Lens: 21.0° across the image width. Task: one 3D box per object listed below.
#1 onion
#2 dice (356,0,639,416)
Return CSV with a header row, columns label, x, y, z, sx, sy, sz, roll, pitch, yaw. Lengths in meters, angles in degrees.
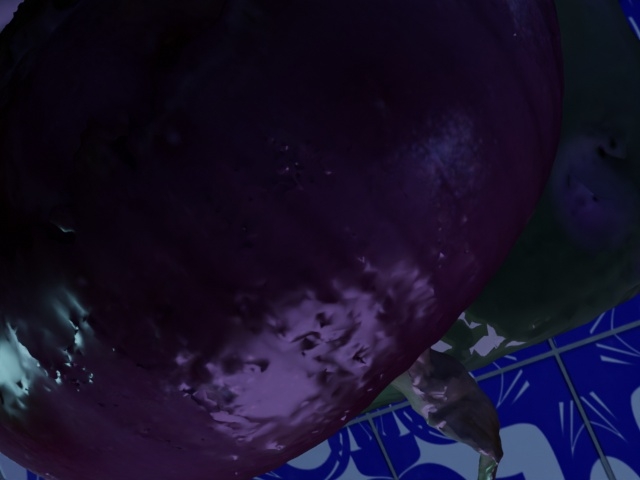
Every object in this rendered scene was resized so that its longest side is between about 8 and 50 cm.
label,x,y,z,sx,sy,sz,roll,pitch,yaw
onion,-0.019,-0.033,0.844,0.345,0.358,0.358,16,169,-11
dice,0.047,-0.051,1.279,0.318,0.330,0.322,-25,178,-32
